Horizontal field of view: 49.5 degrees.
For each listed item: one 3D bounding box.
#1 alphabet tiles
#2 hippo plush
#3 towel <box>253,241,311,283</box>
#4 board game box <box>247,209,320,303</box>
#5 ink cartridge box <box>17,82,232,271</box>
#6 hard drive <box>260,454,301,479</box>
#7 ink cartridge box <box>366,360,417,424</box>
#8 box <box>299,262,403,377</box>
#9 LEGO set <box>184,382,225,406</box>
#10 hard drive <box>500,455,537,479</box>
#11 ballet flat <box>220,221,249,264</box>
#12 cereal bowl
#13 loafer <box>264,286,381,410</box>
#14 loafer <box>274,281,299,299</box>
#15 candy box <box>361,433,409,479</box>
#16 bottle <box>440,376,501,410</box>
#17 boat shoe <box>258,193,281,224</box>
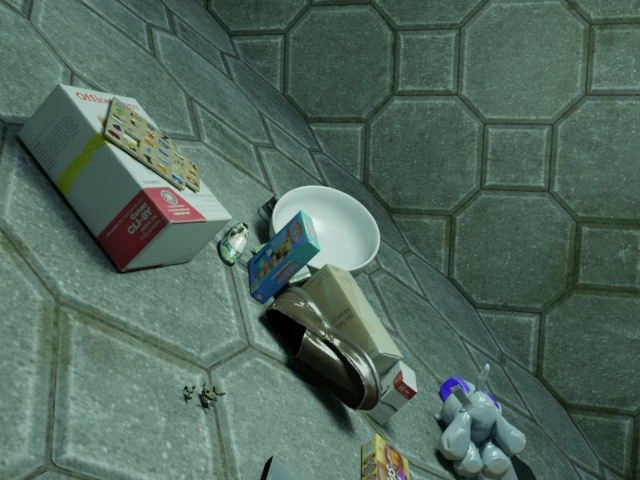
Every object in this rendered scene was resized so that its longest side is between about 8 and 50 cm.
[{"bbox_3d":[-0.353,-0.198,1.486,0.237,0.009,0.198,37,19,-28],"label":"alphabet tiles"},{"bbox_3d":[0.406,0.529,1.981,0.294,0.234,0.236,61,-14,-3],"label":"hippo plush"},{"bbox_3d":[-0.106,0.062,1.911,0.152,0.113,0.023,58,-23,32],"label":"towel"},{"bbox_3d":[-0.097,0.041,1.772,0.047,0.210,0.160,37,20,-27],"label":"board game box"},{"bbox_3d":[-0.413,-0.136,1.497,0.385,0.160,0.279,49,17,10],"label":"ink cartridge box"},{"bbox_3d":[-0.051,0.460,1.243,0.135,0.022,0.094,44,17,-8],"label":"hard drive"},{"bbox_3d":[0.179,0.389,1.773,0.056,0.135,0.099,39,17,-12],"label":"ink cartridge box"},{"bbox_3d":[0.070,0.229,1.863,0.121,0.148,0.311,25,26,-51],"label":"box"},{"bbox_3d":[-0.214,0.284,1.267,0.083,0.023,0.054,23,24,-25],"label":"LEGO set"},{"bbox_3d":[0.618,0.755,2.133,0.172,0.054,0.255,41,17,-17],"label":"hard drive"},{"bbox_3d":[-0.221,-0.001,1.824,0.070,0.070,0.188,41,18,-17],"label":"ballet flat"},{"bbox_3d":[0.000,0.000,2.103,0.338,0.141,0.339,12,48,-13],"label":"cereal bowl"},{"bbox_3d":[-0.009,0.271,1.650,0.130,0.134,0.366,-18,52,-46],"label":"loafer"},{"bbox_3d":[-0.033,0.190,1.808,0.220,0.080,0.078,54,19,25],"label":"loafer"},{"bbox_3d":[0.143,0.523,1.519,0.109,0.053,0.187,43,16,-11],"label":"candy box"},{"bbox_3d":[0.509,0.537,2.303,0.282,0.092,0.118,31,22,-42],"label":"bottle"},{"bbox_3d":[-0.106,-0.059,2.200,0.183,0.083,0.065,44,17,-10],"label":"boat shoe"}]
